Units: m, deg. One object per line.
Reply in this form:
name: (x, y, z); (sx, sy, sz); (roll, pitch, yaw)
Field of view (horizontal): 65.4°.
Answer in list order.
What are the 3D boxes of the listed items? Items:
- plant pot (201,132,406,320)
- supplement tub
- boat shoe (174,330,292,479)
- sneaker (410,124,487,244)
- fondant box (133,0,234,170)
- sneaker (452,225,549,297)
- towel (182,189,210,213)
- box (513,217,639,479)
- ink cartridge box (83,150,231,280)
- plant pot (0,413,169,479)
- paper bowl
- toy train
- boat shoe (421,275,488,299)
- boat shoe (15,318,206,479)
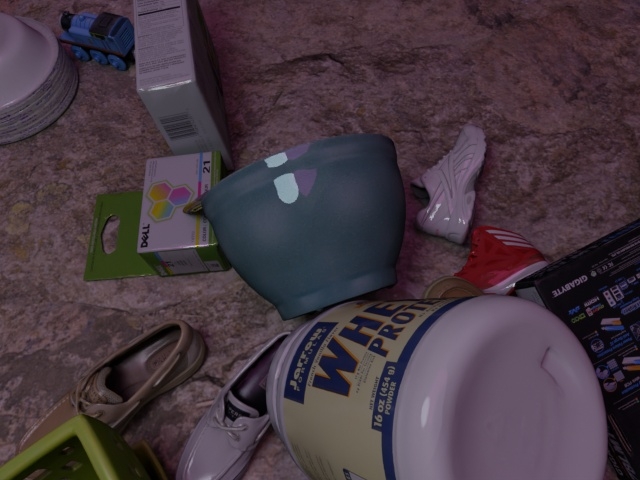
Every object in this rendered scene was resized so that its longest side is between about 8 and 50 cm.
plant pot: (0.000, 0.000, 0.722); (0.293, 0.293, 0.196); (-18, 82, -5)
supplement tub: (0.095, 0.180, 0.546); (0.236, 0.325, 0.235); (5, 80, -29)
boat shoe: (-0.108, 0.240, 0.693); (0.096, 0.088, 0.267); (36, 71, 20)
sneaker: (0.216, -0.110, 0.852); (0.116, 0.090, 0.232); (12, 63, 15)
fondant box: (-0.248, -0.315, 0.911); (0.096, 0.238, 0.330); (-12, 62, 0)
sneaker: (0.237, 0.057, 0.782); (0.222, 0.087, 0.128); (-18, 45, -4)
towel: (-0.181, -0.061, 0.763); (0.060, 0.083, 0.009); (-39, 109, -17)
box: (0.463, 0.123, 0.668); (0.296, 0.073, 0.293); (-26, 85, -7)
ink cartridge box: (-0.286, -0.039, 0.850); (0.256, 0.097, 0.188); (-6, 62, 1)
plant pot: (-0.271, 0.366, 0.571); (0.227, 0.207, 0.228); (-37, 66, -10)
paper bowl: (-0.665, -0.347, 1.016); (0.285, 0.148, 0.284); (-1, 62, 3)
toy train: (-0.474, -0.435, 1.067); (0.184, 0.105, 0.080); (18, 65, 13)
boat shoe: (0.246, 0.164, 0.658); (0.105, 0.089, 0.285); (-40, 85, -3)
boat shoe: (-0.307, 0.220, 0.714); (0.302, 0.098, 0.109); (-36, 65, -13)
